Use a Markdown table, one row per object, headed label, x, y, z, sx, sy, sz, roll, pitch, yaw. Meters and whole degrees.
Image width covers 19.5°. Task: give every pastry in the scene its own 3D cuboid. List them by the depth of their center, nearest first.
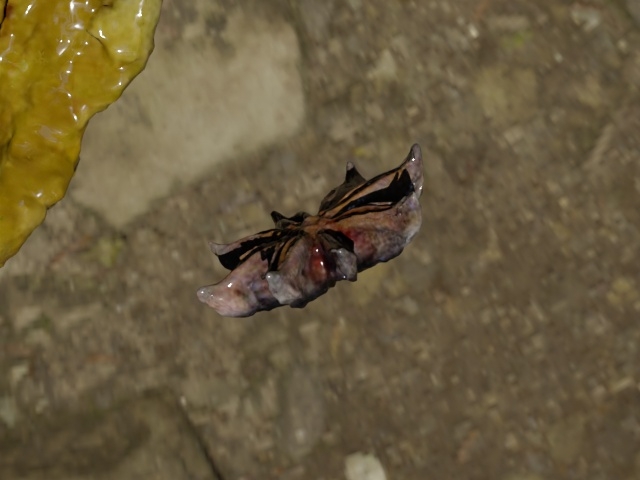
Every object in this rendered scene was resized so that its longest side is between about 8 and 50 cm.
| label | x | y | z | sx | sy | sz | roll | pitch | yaw |
| --- | --- | --- | --- | --- | --- | --- | --- | --- | --- |
| pastry | -0.215 | -0.080 | 0.902 | 0.132 | 0.235 | 0.240 | 26 | 95 | -41 |

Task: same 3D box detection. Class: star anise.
| label | x | y | z | sx | sy | sz | roll | pitch | yaw |
| --- | --- | --- | --- | --- | --- | --- | --- | --- | --- |
| star anise | 0.000 | 0.001 | 0.967 | 0.141 | 0.141 | 0.042 | -27 | 107 | 3 |
